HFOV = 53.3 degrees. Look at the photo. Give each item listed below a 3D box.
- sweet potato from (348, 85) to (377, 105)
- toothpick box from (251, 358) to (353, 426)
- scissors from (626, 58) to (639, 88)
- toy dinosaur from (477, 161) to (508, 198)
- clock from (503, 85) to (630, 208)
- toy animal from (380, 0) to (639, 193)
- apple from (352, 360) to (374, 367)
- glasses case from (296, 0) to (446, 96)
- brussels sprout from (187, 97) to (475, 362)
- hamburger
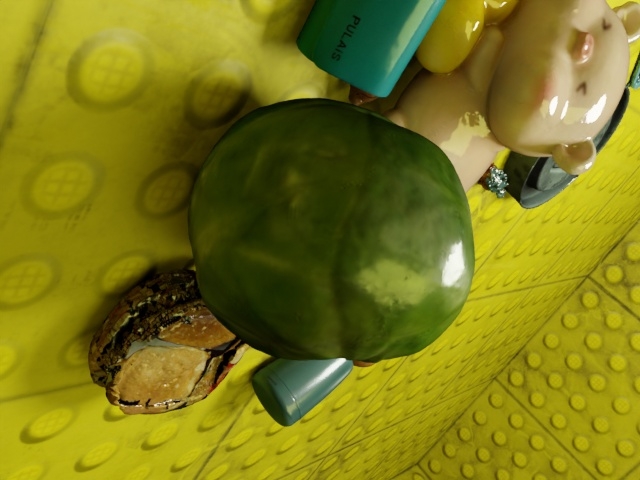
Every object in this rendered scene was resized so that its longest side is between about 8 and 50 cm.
[{"bbox_3d":[0.075,-0.244,0.741,0.056,0.056,0.194,-10,132,-47],"label":"sweet potato"},{"bbox_3d":[-0.030,0.261,1.237,0.184,0.120,0.120,-33,151,-25],"label":"toothpick box"},{"bbox_3d":[0.698,-0.444,1.298,0.180,0.032,0.393,-36,152,-12],"label":"scissors"},{"bbox_3d":[0.345,-0.119,1.265,0.049,0.055,0.154,-49,150,3],"label":"toy dinosaur"},{"bbox_3d":[0.519,-0.208,1.358,0.319,0.066,0.318,-33,151,-20],"label":"clock"},{"bbox_3d":[0.237,-0.190,0.783,0.345,0.247,0.277,-55,148,1],"label":"toy animal"},{"bbox_3d":[0.092,0.209,1.339,0.126,0.102,0.126,-31,150,-20],"label":"apple"},{"bbox_3d":[0.094,-0.290,0.614,0.117,0.070,0.301,19,125,-21],"label":"glasses case"},{"bbox_3d":[-0.003,-0.005,0.715,0.290,0.281,0.355,6,165,-17],"label":"brussels sprout"},{"bbox_3d":[-0.199,0.137,0.855,0.231,0.107,0.231,-28,150,-18],"label":"hamburger"}]
